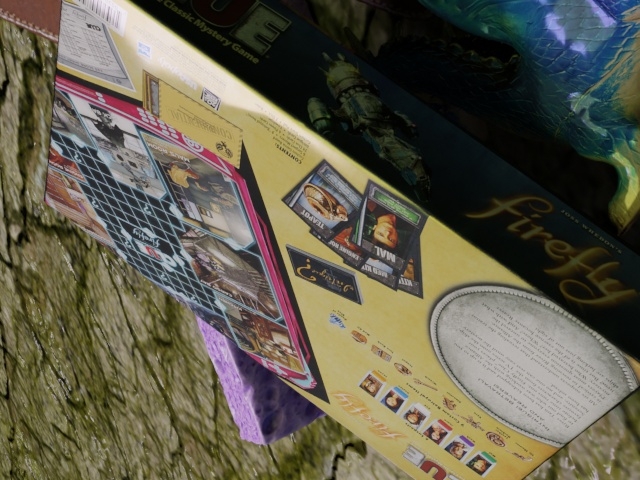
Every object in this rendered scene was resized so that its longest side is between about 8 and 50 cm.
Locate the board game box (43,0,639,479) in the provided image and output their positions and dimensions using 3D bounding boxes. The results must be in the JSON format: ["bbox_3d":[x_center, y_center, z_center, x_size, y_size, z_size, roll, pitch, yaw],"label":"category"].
[{"bbox_3d":[0.000,0.000,0.442,0.243,0.042,0.165,36,146,5],"label":"board game box"}]

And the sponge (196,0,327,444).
[{"bbox_3d":[-0.024,-0.013,0.573,0.031,0.117,0.210,-9,103,58],"label":"sponge"}]

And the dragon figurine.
[{"bbox_3d":[0.087,-0.099,0.379,0.144,0.085,0.289,41,148,18],"label":"dragon figurine"}]

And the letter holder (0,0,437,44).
[{"bbox_3d":[-0.056,-0.234,0.447,0.214,0.152,0.302,29,133,39],"label":"letter holder"}]
